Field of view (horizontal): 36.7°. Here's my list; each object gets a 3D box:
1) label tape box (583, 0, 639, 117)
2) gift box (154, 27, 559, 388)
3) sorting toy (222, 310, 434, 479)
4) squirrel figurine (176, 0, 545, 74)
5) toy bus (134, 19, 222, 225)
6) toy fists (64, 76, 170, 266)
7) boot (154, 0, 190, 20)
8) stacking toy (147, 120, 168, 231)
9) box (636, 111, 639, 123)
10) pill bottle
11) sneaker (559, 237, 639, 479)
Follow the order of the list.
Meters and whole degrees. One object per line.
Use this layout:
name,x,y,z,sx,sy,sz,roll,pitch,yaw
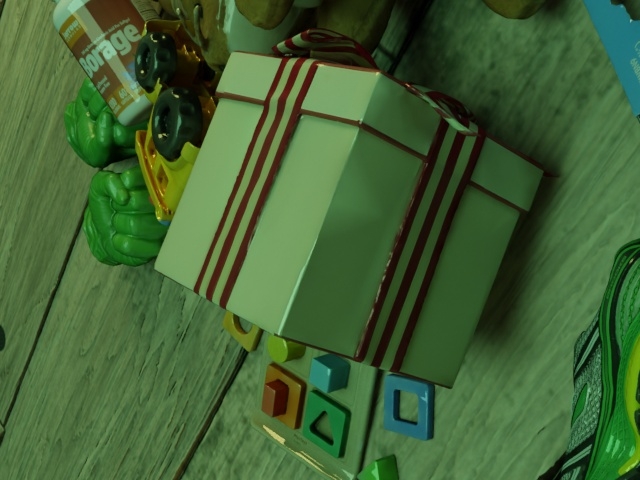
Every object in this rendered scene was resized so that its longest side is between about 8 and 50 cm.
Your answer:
label tape box,0.288,-0.291,0.696,0.334,0.106,0.240,-44,40,37
gift box,0.046,-0.029,0.878,0.276,0.255,0.258,19,88,46
sorting toy,-0.018,0.167,1.131,0.348,0.047,0.196,26,111,41
squirrel figurine,-0.009,-0.353,0.976,0.370,0.281,0.397,-23,63,54
toy bus,-0.149,-0.115,1.123,0.211,0.149,0.220,-56,47,40
toy fists,-0.279,-0.102,1.333,0.142,0.096,0.279,-20,78,42
boot,-0.156,-0.418,1.195,0.220,0.109,0.283,34,123,42
stacking toy,-0.131,-0.100,1.217,0.221,0.052,0.167,-17,82,43
box,0.347,-0.062,0.607,0.233,0.059,0.183,-33,81,42
pill bottle,-0.263,-0.265,1.238,0.121,0.121,0.216,-32,94,41
sneaker,0.272,0.157,0.815,0.146,0.134,0.343,-104,23,-64
